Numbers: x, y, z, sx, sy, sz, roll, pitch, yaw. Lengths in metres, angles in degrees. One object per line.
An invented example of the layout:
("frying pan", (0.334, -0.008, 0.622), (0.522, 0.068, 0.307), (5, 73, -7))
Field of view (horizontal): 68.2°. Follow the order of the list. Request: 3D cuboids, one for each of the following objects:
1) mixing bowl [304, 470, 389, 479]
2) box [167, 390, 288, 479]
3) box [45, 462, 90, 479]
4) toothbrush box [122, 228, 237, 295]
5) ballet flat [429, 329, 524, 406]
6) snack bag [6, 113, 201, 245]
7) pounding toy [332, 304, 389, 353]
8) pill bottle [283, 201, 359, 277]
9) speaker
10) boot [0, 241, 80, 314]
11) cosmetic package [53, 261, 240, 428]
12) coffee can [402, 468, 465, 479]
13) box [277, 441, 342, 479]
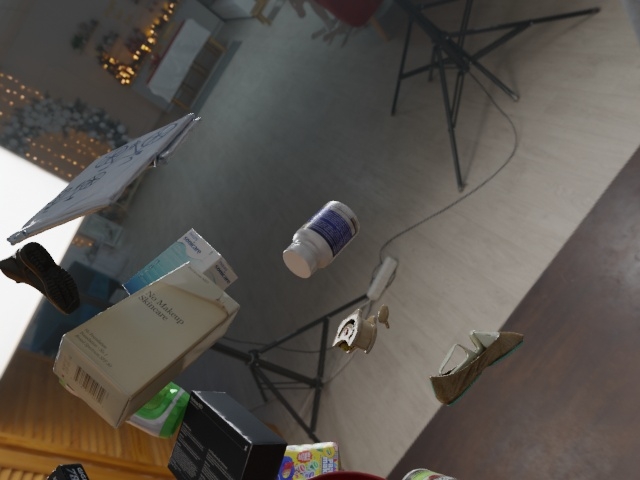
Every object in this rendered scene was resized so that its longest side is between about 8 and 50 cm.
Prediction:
("mixing bowl", (0.021, 0.288, 0.361), (0.182, 0.181, 0.098), (-108, 28, -51))
("box", (-0.207, 0.461, 1.014), (0.261, 0.103, 0.185), (15, 88, 48))
("box", (-0.597, 0.721, 1.052), (0.295, 0.073, 0.293), (39, 88, 30))
("toothbrush box", (-0.458, 0.134, 1.552), (0.295, 0.126, 0.216), (-44, 48, -15))
("ballet flat", (0.467, 0.354, 1.442), (0.342, 0.124, 0.116), (-35, -11, -12))
("snack bag", (-0.433, -0.128, 0.972), (0.322, 0.037, 0.343), (-15, 33, 26))
("pounding toy", (0.167, 0.352, 1.714), (0.269, 0.154, 0.154), (-50, 18, 50))
("pill bottle", (0.000, 0.000, 1.135), (0.112, 0.112, 0.187), (-12, 27, 51))
("speaker", (-0.471, 0.366, 1.156), (0.131, 0.296, 0.131), (-63, -1, -1))
("boot", (-0.704, 0.106, 1.182), (0.136, 0.198, 0.077), (-18, 16, 25))
("cosmetic package", (-0.315, 0.182, 0.903), (0.113, 0.160, 0.309), (-57, -8, 33))
("coffee can", (0.408, 0.906, 1.612), (0.275, 0.201, 0.202), (131, 157, -66))
("box", (-0.064, 0.876, 1.626), (0.278, 0.177, 0.290), (-7, 20, 4))
